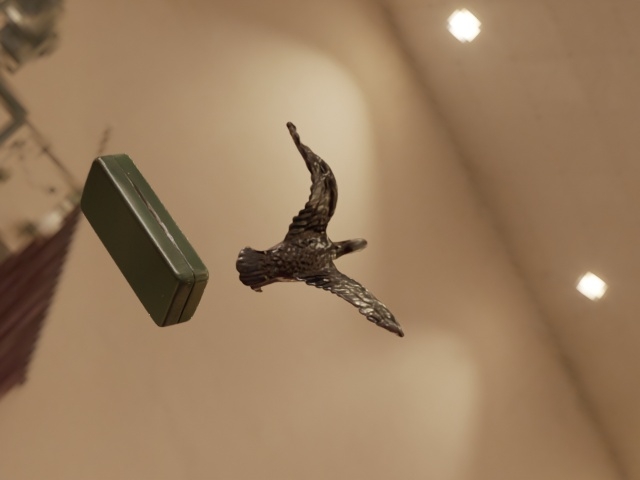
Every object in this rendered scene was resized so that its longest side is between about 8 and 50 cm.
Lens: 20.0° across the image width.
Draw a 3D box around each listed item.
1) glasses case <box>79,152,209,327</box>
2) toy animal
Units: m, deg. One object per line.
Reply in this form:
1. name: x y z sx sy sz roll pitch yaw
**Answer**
1. glasses case: -0.181 -0.002 1.838 0.184 0.039 0.078 53 -42 29
2. toy animal: -0.013 0.005 2.111 0.197 0.160 0.272 17 55 -83
